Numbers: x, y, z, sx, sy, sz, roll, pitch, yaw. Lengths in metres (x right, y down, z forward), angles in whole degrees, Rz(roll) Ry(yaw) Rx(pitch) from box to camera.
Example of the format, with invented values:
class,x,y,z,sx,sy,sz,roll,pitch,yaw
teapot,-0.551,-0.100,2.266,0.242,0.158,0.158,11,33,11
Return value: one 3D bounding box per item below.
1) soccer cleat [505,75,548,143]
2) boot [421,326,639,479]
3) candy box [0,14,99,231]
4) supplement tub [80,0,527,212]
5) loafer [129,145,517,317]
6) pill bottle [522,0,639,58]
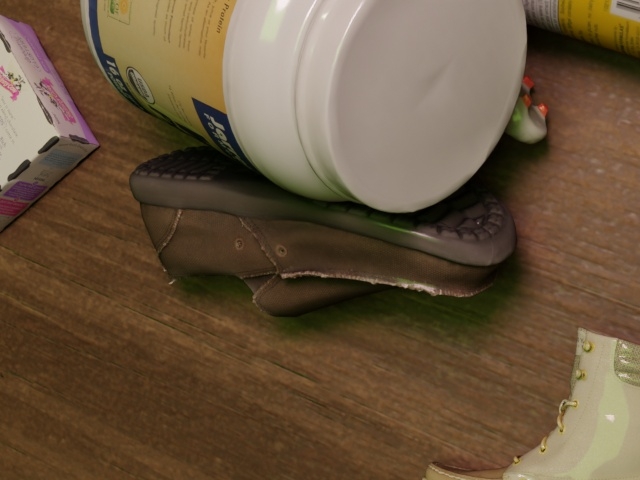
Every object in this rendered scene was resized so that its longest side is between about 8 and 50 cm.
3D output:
class,x,y,z,sx,sy,sz,roll,pitch,yaw
soccer cleat,0.117,-0.143,0.956,0.076,0.068,0.196,-46,63,20
boot,0.190,0.149,0.889,0.213,0.077,0.165,7,89,20
candy box,-0.347,-0.107,1.157,0.196,0.070,0.165,-37,72,18
supplement tub,-0.020,-0.164,0.883,0.316,0.228,0.228,30,99,44
loafer,0.000,0.000,0.976,0.366,0.134,0.130,11,117,34
pill bottle,0.196,-0.232,0.885,0.246,0.136,0.136,23,95,24
